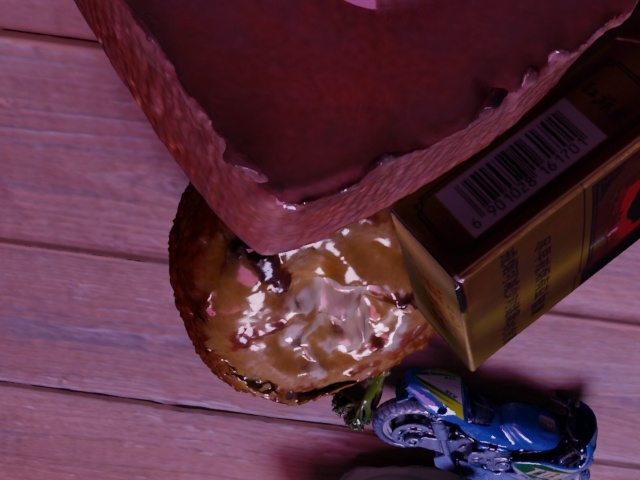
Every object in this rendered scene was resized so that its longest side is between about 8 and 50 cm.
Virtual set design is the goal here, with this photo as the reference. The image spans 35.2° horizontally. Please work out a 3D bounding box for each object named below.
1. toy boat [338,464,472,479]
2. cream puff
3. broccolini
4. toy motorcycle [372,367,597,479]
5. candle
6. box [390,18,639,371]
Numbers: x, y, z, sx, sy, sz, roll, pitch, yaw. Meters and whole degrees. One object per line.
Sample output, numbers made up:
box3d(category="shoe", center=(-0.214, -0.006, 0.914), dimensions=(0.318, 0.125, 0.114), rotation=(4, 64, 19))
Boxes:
box3d(category="toy boat", center=(0.115, 0.301, 1.063), dimensions=(0.290, 0.100, 0.199), rotation=(2, 151, 9))
box3d(category="cream puff", center=(-0.001, 0.000, 0.729), dimensions=(0.240, 0.164, 0.240), rotation=(-12, 138, -11))
box3d(category="broccolini", center=(0.056, 0.125, 0.941), dimensions=(0.054, 0.052, 0.194), rotation=(14, 136, -13))
box3d(category="toy motorcycle", center=(0.171, 0.185, 0.958), dimensions=(0.254, 0.092, 0.135), rotation=(22, 134, -20))
box3d(category="candle", center=(0.008, -0.128, 0.526), dimensions=(0.317, 0.287, 0.131), rotation=(11, 158, -8))
box3d(category="box", center=(0.162, -0.034, 0.630), dimensions=(0.240, 0.071, 0.159), rotation=(-37, 151, -8))
